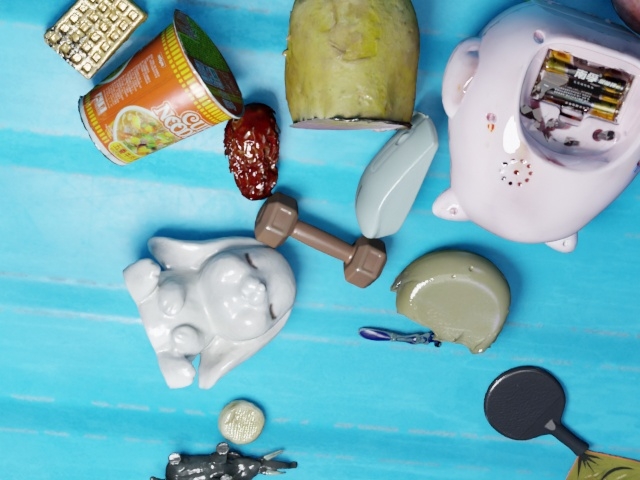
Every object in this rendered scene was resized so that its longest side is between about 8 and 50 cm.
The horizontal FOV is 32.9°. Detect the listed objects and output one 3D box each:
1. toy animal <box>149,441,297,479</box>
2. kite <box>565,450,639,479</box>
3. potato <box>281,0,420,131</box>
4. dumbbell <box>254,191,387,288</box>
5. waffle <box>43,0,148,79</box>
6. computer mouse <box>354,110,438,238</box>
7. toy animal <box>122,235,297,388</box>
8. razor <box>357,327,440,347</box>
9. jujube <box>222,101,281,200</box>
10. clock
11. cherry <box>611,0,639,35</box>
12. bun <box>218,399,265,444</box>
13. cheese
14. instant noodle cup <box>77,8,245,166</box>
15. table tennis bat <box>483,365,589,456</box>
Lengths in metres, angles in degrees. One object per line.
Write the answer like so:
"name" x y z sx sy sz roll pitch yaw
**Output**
"toy animal" -0.174 0.415 1.967 0.269 0.137 0.082 -7 72 -5
"kite" 0.573 0.530 2.125 0.377 0.013 0.328 -28 110 7
"potato" 0.049 -0.302 1.677 0.229 0.229 0.266 2 96 -5
"dumbbell" 0.000 0.000 1.833 0.230 0.082 0.092 26 84 -13
"waffle" -0.354 -0.335 1.703 0.102 0.042 0.148 42 103 -17
"computer mouse" 0.117 -0.108 1.780 0.079 0.128 0.231 15 113 -21
"toy animal" -0.172 0.095 1.818 0.264 0.206 0.272 -24 92 -8
"razor" 0.143 0.171 1.944 0.154 0.028 0.044 4 111 -6
"jujube" -0.112 -0.142 1.766 0.104 0.104 0.166 -2 111 -3
"clock" 0.357 -0.170 1.708 0.368 0.250 0.377 15 109 -10
"cherry" 0.552 -0.420 1.650 0.285 0.213 0.236 6 132 -32
"bun" -0.146 0.327 1.971 0.086 0.055 0.086 -3 103 -15
"cheese" 0.224 0.097 1.890 0.202 0.091 0.175 17 109 -9
"instant noodle cup" -0.257 -0.224 1.693 0.212 0.193 0.193 -28 111 15
"table tennis bat" 0.410 0.328 2.027 0.236 0.027 0.150 38 104 -15
